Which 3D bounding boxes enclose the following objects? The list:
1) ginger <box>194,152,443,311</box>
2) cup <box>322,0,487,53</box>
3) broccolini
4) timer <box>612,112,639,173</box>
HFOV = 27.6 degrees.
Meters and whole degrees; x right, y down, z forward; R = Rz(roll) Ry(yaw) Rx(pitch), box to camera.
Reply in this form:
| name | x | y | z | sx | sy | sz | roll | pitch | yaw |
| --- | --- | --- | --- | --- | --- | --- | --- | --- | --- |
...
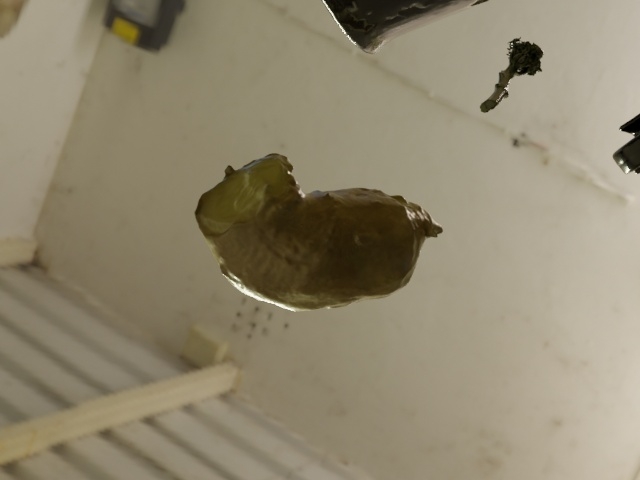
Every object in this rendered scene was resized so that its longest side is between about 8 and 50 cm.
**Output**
| name | x | y | z | sx | sy | sz | roll | pitch | yaw |
| --- | --- | --- | --- | --- | --- | --- | --- | --- | --- |
| ginger | 0.000 | 0.000 | 1.373 | 0.267 | 0.152 | 0.138 | 11 | -170 | -19 |
| cup | 0.099 | -0.254 | 0.627 | 0.178 | 0.256 | 0.255 | 21 | -128 | -69 |
| broccolini | 0.206 | -0.185 | 1.453 | 0.044 | 0.042 | 0.218 | 7 | -157 | 21 |
| timer | 0.394 | -0.142 | 1.388 | 0.055 | 0.187 | 0.144 | 54 | -161 | 5 |
